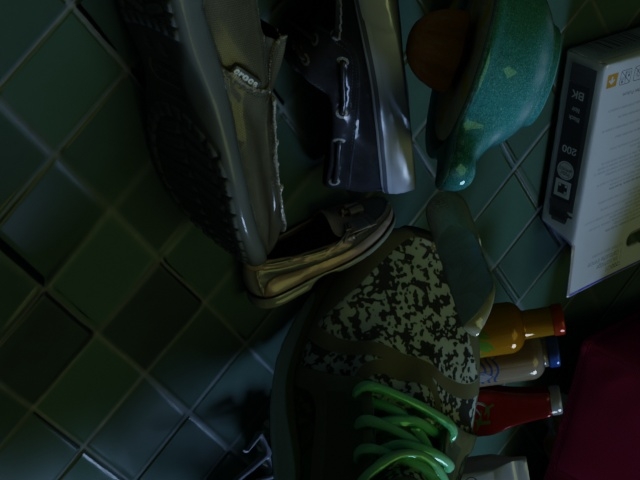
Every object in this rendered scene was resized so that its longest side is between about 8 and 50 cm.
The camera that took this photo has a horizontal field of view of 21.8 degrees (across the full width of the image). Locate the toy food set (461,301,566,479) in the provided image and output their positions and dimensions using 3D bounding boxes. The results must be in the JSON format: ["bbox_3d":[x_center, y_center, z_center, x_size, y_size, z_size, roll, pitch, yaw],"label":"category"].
[{"bbox_3d":[0.150,0.155,1.302,0.111,0.104,0.232,-67,148,-79],"label":"toy food set"}]

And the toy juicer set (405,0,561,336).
[{"bbox_3d":[0.091,-0.111,1.063,0.089,0.209,0.329,15,88,-8],"label":"toy juicer set"}]

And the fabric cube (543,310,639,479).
[{"bbox_3d":[0.366,0.213,1.468,0.254,0.258,0.259,-20,129,-51],"label":"fabric cube"}]

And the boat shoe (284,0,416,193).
[{"bbox_3d":[0.014,-0.118,1.049,0.076,0.080,0.228,-6,138,5],"label":"boat shoe"}]

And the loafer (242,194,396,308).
[{"bbox_3d":[0.000,0.000,1.132,0.125,0.045,0.039,-34,129,-24],"label":"loafer"}]

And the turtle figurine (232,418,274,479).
[{"bbox_3d":[-0.009,0.214,1.208,0.234,0.175,0.118,-15,171,-22],"label":"turtle figurine"}]

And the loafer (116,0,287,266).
[{"bbox_3d":[-0.051,-0.093,0.971,0.087,0.094,0.251,-32,135,-24],"label":"loafer"}]

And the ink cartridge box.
[{"bbox_3d":[0.267,-0.078,1.367,0.206,0.045,0.208,-21,127,-38],"label":"ink cartridge box"}]

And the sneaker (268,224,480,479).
[{"bbox_3d":[0.047,0.172,1.083,0.158,0.182,0.410,21,67,-17],"label":"sneaker"}]

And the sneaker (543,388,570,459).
[{"bbox_3d":[0.221,0.170,1.493,0.037,0.032,0.083,-33,136,-29],"label":"sneaker"}]
